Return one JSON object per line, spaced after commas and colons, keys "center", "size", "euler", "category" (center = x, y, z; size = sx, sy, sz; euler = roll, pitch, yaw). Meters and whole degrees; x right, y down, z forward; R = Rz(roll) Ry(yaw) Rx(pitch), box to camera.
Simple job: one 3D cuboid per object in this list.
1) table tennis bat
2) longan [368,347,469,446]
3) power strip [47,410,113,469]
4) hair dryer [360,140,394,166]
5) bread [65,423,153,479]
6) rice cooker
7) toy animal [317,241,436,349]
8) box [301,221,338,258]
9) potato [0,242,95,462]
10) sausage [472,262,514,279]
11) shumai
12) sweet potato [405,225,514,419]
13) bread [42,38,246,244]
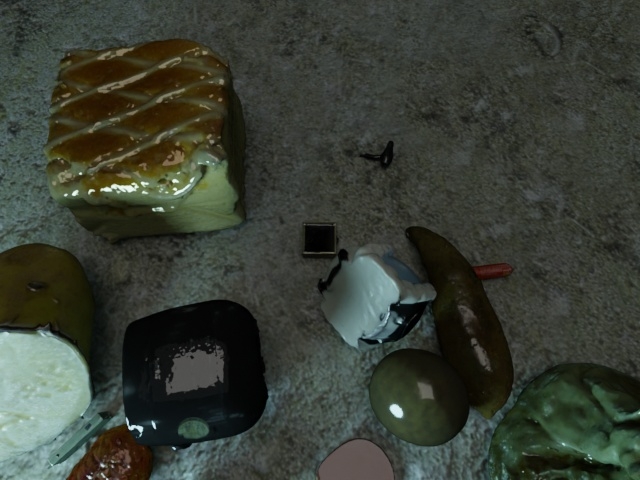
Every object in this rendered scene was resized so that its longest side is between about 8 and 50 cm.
{"center": [0.032, 0.474, 0.776], "size": [0.234, 0.022, 0.131], "euler": [-35, 72, -14], "category": "table tennis bat"}
{"center": [0.181, 0.294, 0.770], "size": [0.159, 0.185, 0.204], "euler": [-46, 117, -40], "category": "longan"}
{"center": [-0.465, 0.383, 0.805], "size": [0.136, 0.051, 0.019], "euler": [-43, 80, -14], "category": "power strip"}
{"center": [0.142, -0.221, 1.051], "size": [0.083, 0.031, 0.079], "euler": [9, 58, 13], "category": "hair dryer"}
{"center": [-0.411, 0.455, 0.753], "size": [0.269, 0.095, 0.139], "euler": [-43, 66, -10], "category": "bread"}
{"center": [-0.213, 0.235, 0.758], "size": [0.224, 0.267, 0.267], "euler": [-10, 68, -10], "category": "rice cooker"}
{"center": [0.112, 0.099, 0.841], "size": [0.204, 0.208, 0.156], "euler": [47, 41, 19], "category": "toy animal"}
{"center": [0.000, 0.000, 0.957], "size": [0.083, 0.035, 0.079], "euler": [-1, 68, 2], "category": "box"}
{"center": [-0.597, 0.200, 0.821], "size": [0.397, 0.290, 0.296], "euler": [-54, 39, 19], "category": "potato"}
{"center": [0.364, 0.070, 0.923], "size": [0.129, 0.034, 0.034], "euler": [-6, 68, -2], "category": "sausage"}
{"center": [0.481, 0.375, 0.645], "size": [0.324, 0.323, 0.397], "euler": [33, 72, 12], "category": "shumai"}
{"center": [0.279, 0.137, 0.850], "size": [0.130, 0.130, 0.423], "euler": [-15, 68, -5], "category": "sweet potato"}
{"center": [-0.363, -0.213, 0.926], "size": [0.390, 0.279, 0.371], "euler": [-5, 66, 2], "category": "bread"}
